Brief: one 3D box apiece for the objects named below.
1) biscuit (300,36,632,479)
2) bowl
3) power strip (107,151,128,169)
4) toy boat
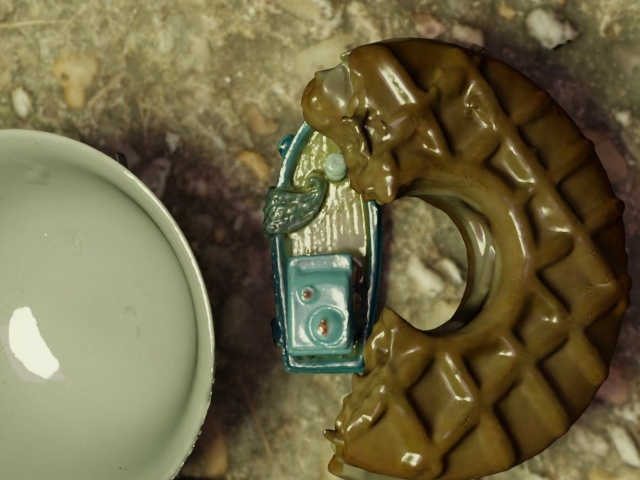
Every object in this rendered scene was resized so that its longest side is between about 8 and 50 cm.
[{"bbox_3d":[0.121,0.015,0.889,0.268,0.115,0.367,2,84,-18],"label":"biscuit"},{"bbox_3d":[-0.226,0.070,0.951,0.345,0.157,0.346,2,99,15],"label":"bowl"},{"bbox_3d":[-0.196,-0.017,1.031,0.050,0.019,0.136,-17,85,12],"label":"power strip"},{"bbox_3d":[0.000,0.000,0.958,0.109,0.098,0.238,-1,87,7],"label":"toy boat"}]
